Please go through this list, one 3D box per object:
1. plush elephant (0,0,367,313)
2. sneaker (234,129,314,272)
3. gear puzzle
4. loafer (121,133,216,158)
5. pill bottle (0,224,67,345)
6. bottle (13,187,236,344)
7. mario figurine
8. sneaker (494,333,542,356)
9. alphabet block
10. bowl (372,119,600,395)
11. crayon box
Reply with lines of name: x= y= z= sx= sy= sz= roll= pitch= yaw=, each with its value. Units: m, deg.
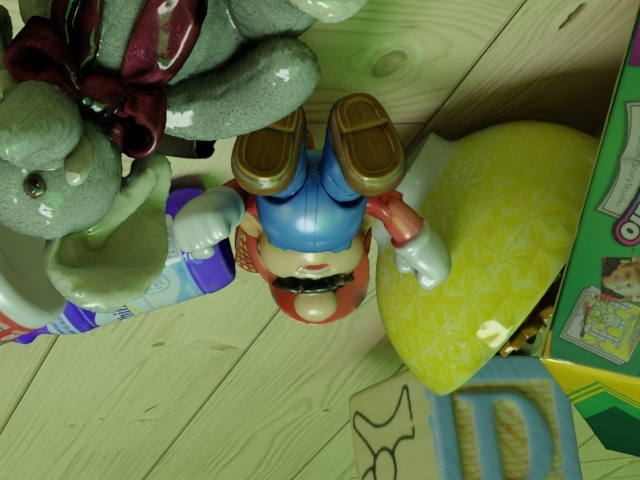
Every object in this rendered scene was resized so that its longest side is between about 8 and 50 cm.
plush elephant: x=-0.156 y=-0.113 z=1.125 sx=0.255 sy=0.272 sz=0.330 roll=-56 pitch=180 yaw=-16
sneaker: x=-0.050 y=-0.048 z=1.591 sx=0.064 sy=0.067 sz=0.175 roll=13 pitch=132 yaw=-13
gear puzzle: x=0.235 y=0.009 z=1.654 sx=0.175 sy=0.044 sz=0.339 roll=-46 pitch=-176 yaw=41
loafer: x=-0.121 y=-0.104 z=1.399 sx=0.220 sy=0.078 sz=0.080 roll=-18 pitch=154 yaw=5
pill bottle: x=-0.377 y=0.049 z=1.469 sx=0.283 sy=0.161 sz=0.161 roll=-24 pitch=153 yaw=17
bottle: x=-0.227 y=0.035 z=1.605 sx=0.282 sy=0.092 sz=0.118 roll=-17 pitch=156 yaw=3
mario figurine: x=0.000 y=0.000 z=1.413 sx=0.170 sy=0.198 sz=0.320 roll=-53 pitch=169 yaw=-15
sneaker: x=0.194 y=0.099 z=1.975 sx=0.153 sy=0.094 sz=0.235 roll=-14 pitch=155 yaw=-7
alphabet block: x=0.166 y=0.246 z=1.958 sx=0.193 sy=0.192 sz=0.197 roll=4 pitch=162 yaw=-27
bowl: x=0.134 y=-0.012 z=1.602 sx=0.156 sy=0.289 sz=0.289 roll=35 pitch=140 yaw=-4
crayon box: x=0.321 y=-0.007 z=1.534 sx=0.106 sy=0.363 sz=0.313 roll=11 pitch=163 yaw=24
